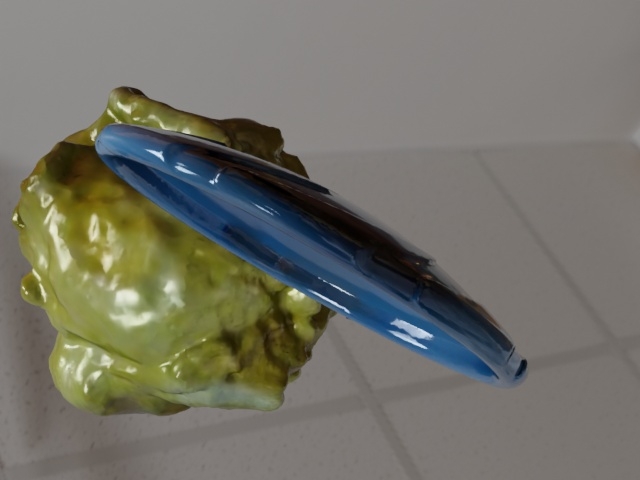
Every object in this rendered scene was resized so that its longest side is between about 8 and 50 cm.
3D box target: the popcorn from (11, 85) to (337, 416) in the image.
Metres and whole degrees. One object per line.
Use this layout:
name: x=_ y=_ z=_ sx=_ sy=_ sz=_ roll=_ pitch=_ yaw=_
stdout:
popcorn: x=-0.132 y=0.009 z=1.024 sx=0.312 sy=0.312 sz=0.312 roll=17 pitch=-138 yaw=-16

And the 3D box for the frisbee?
frisbee: x=0.000 y=0.000 z=0.542 sx=0.242 sy=0.242 sz=0.045 roll=29 pitch=-97 yaw=-3
